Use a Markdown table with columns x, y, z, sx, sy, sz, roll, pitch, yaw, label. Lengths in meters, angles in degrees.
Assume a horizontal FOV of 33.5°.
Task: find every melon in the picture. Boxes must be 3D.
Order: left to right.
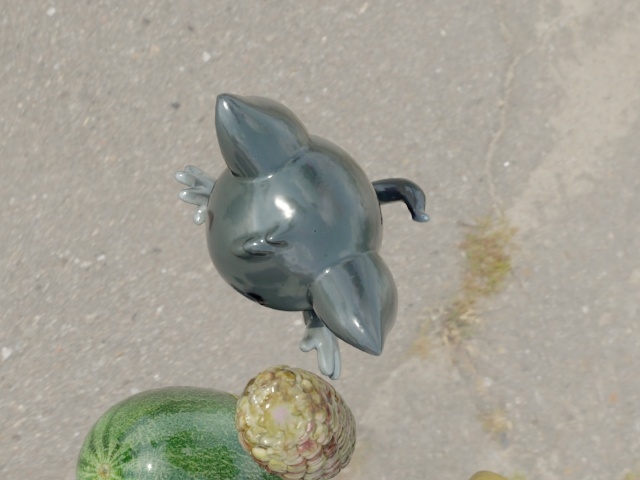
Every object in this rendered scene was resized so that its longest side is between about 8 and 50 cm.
| x | y | z | sx | sy | sz | roll | pitch | yaw | label |
| --- | --- | --- | --- | --- | --- | --- | --- | --- | --- |
| -0.107 | 0.239 | 1.037 | 0.287 | 0.182 | 0.182 | 33 | 58 | -45 | melon |

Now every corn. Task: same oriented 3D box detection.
| x | y | z | sx | sy | sz | roll | pitch | yaw | label |
| --- | --- | --- | --- | --- | --- | --- | --- | --- | --- |
| -0.016 | 0.143 | 0.816 | 0.086 | 0.253 | 0.086 | -1 | 75 | 4 | corn |

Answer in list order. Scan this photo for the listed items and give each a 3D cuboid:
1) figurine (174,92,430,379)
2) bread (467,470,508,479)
| x | y | z | sx | sy | sz | roll | pitch | yaw | label |
| --- | --- | --- | --- | --- | --- | --- | --- | --- | --- |
| 0.005 | -0.002 | 0.770 | 0.265 | 0.140 | 0.193 | -14 | 79 | -58 | figurine |
| 0.142 | 0.317 | 0.976 | 0.098 | 0.217 | 0.147 | 24 | 51 | 17 | bread |
